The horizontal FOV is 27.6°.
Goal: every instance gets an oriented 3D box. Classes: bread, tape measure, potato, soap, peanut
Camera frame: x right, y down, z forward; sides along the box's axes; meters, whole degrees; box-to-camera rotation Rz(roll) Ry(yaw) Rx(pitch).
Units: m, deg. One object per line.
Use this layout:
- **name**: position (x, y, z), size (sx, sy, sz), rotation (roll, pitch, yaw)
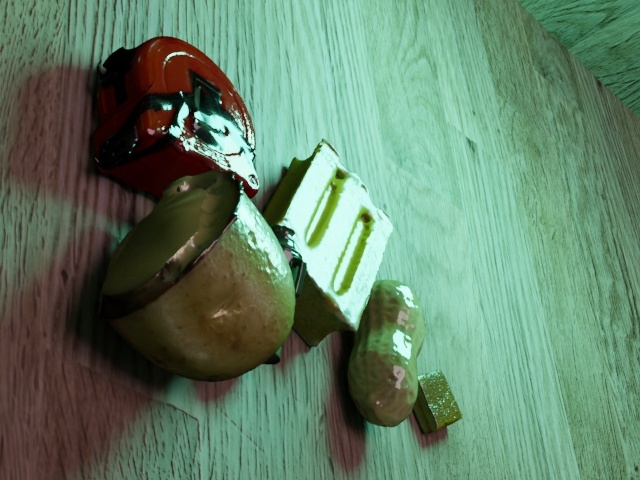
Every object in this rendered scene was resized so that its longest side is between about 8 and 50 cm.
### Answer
- **bread**: position (0.180, 0.257, 2.081), size (0.094, 0.035, 0.090), rotation (-7, 70, -59)
- **tape measure**: position (-0.199, -0.162, 1.795), size (0.253, 0.114, 0.260), rotation (30, 40, -43)
- **potato**: position (-0.134, 0.061, 1.602), size (0.242, 0.242, 0.285), rotation (48, 13, -19)
- **soap**: position (0.000, 0.000, 1.984), size (0.199, 0.091, 0.315), rotation (49, 31, -17)
- **peanut**: position (0.101, 0.173, 1.959), size (0.123, 0.123, 0.257), rotation (39, 38, -33)

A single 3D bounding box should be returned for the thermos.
- **thermos**: position (-0.069, 0.066, 1.758), size (0.073, 0.083, 0.188), rotation (17, 66, -11)
